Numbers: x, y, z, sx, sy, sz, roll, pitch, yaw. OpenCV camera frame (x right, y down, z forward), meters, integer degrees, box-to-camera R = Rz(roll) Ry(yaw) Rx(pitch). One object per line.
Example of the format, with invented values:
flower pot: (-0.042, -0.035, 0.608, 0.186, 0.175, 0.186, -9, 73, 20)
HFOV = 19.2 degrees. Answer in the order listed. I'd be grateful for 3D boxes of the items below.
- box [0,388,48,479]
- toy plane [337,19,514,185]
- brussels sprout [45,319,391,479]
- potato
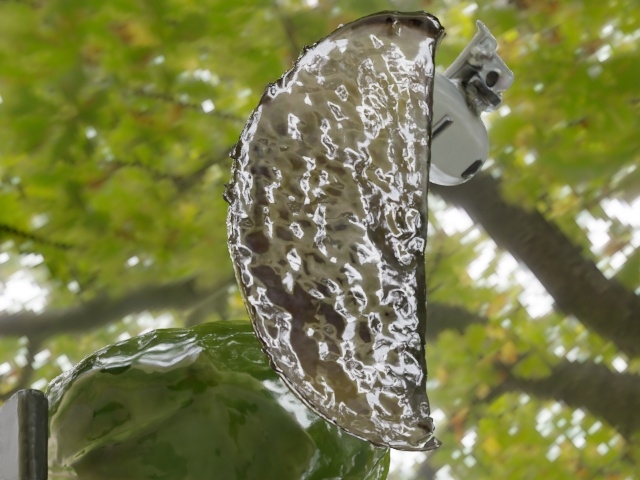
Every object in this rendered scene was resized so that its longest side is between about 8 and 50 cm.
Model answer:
box: (-0.214, 0.179, 1.268, 0.126, 0.027, 0.125, -49, -144, 39)
toy plane: (0.075, -0.107, 1.518, 0.080, 0.174, 0.174, -128, -142, -50)
brussels sprout: (-0.122, 0.208, 1.684, 0.371, 0.315, 0.276, -16, -82, 21)
potato: (-0.001, 0.003, 1.011, 0.120, 0.261, 0.100, 9, -29, -8)
